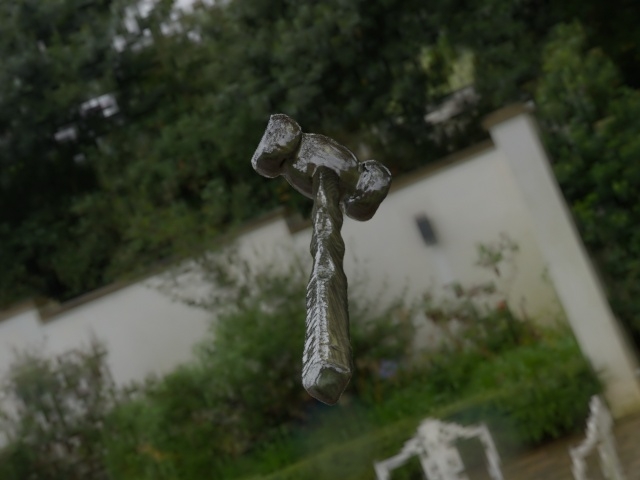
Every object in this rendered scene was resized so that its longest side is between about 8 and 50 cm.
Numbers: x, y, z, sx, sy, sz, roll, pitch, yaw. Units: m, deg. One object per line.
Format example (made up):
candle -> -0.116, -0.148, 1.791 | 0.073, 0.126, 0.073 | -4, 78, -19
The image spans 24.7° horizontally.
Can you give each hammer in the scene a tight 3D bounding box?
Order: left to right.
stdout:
hammer -> 0.000, 0.000, 0.497 | 0.292, 0.058, 0.029 | -89, 24, -76
